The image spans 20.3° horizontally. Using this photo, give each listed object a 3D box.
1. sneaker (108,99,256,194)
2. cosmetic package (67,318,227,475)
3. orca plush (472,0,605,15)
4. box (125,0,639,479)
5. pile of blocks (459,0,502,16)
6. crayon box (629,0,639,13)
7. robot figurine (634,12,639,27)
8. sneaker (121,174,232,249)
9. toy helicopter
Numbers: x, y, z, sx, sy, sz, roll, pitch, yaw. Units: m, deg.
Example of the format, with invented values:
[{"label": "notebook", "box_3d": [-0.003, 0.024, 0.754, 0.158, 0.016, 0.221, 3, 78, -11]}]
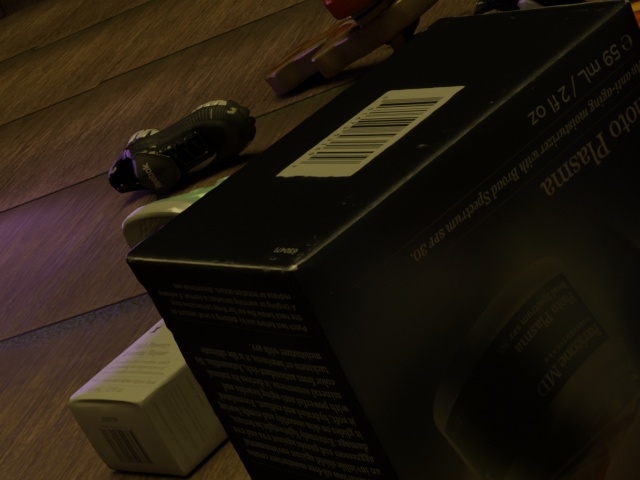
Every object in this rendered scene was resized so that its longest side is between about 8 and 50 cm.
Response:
[{"label": "sneaker", "box_3d": [-0.177, -0.104, 2.209, 0.234, 0.078, 0.106, -15, 25, 42]}, {"label": "cosmetic package", "box_3d": [-0.092, 0.102, 1.546, 0.117, 0.085, 0.231, -4, 31, 48]}, {"label": "orca plush", "box_3d": [0.243, -0.299, 1.834, 0.151, 0.102, 0.287, -32, 19, -12]}, {"label": "box", "box_3d": [0.096, 0.054, 1.085, 0.296, 0.294, 0.183, -39, 24, -29]}, {"label": "pile of blocks", "box_3d": [0.301, -0.385, 2.105, 0.362, 0.112, 0.149, -37, 3, 7]}, {"label": "crayon box", "box_3d": [0.325, -0.226, 1.819, 0.278, 0.081, 0.165, -12, 25, 40]}, {"label": "robot figurine", "box_3d": [0.278, -0.142, 1.595, 0.158, 0.128, 0.219, -23, 15, -25]}, {"label": "sneaker", "box_3d": [-0.074, -0.039, 1.860, 0.256, 0.094, 0.151, -6, 33, 27]}, {"label": "toy helicopter", "box_3d": [0.050, -0.276, 2.266, 0.355, 0.140, 0.235, -24, 22, 52]}]
